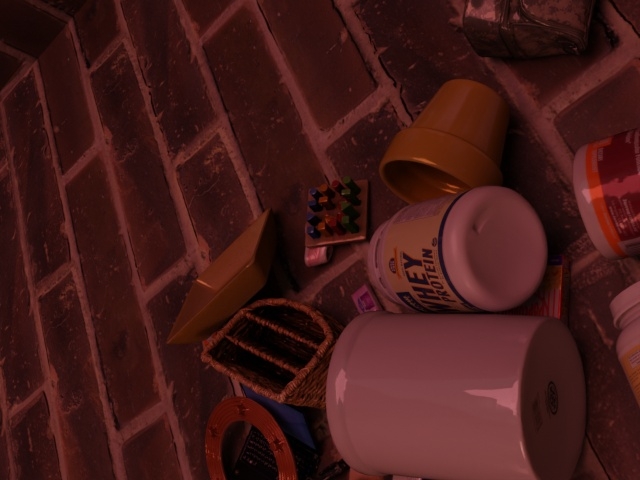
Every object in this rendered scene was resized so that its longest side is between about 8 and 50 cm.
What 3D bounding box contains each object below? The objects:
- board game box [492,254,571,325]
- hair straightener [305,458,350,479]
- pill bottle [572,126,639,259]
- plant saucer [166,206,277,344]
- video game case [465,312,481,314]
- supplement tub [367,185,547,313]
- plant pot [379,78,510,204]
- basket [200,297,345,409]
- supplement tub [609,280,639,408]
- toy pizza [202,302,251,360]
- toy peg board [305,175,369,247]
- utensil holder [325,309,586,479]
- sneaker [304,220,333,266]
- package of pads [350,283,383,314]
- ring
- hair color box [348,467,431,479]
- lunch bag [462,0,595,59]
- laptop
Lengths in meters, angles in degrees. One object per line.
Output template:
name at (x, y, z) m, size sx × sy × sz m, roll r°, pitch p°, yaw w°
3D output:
board game box at (0.421, 0.130, 1.588) m, size 0.147 × 0.045 × 0.193 m, roll -5°, pitch 73°, yaw 40°
hair straightener at (0.045, 0.489, 1.756) m, size 0.230 × 0.089 × 0.047 m, roll -37°, pitch 71°, yaw 24°
pill bottle at (0.658, -0.113, 1.351) m, size 0.392 × 0.224 × 0.224 m, roll -17°, pitch 66°, yaw 35°
plant saucer at (-0.228, 0.105, 2.028) m, size 0.333 × 0.081 × 0.332 m, roll -43°, pitch 15°, yaw 21°
video game case at (0.292, 0.207, 1.694) m, size 0.122 × 0.011 × 0.087 m, roll -19°, pitch 64°, yaw 34°
supplement tub at (0.261, 0.028, 1.579) m, size 0.325 × 0.235 × 0.235 m, roll -13°, pitch 66°, yaw 62°
plant pot at (0.285, -0.200, 1.692) m, size 0.254 × 0.254 × 0.239 m, roll 11°, pitch 67°, yaw 41°
basket at (-0.089, 0.244, 1.858) m, size 0.299 × 0.223 × 0.213 m, roll 20°, pitch 90°, yaw 42°
supplement tub at (0.623, 0.222, 1.263) m, size 0.241 × 0.241 × 0.331 m, roll -31°, pitch 59°, yaw 29°
toy pizza at (-0.252, 0.243, 2.119) m, size 0.201 × 0.032 × 0.201 m, roll -13°, pitch 68°, yaw 36°
toy peg board at (0.029, -0.078, 1.923) m, size 0.161 × 0.079 × 0.161 m, roll -7°, pitch 64°, yaw 23°
utensil holder at (0.259, 0.292, 1.488) m, size 0.385 × 0.327 × 0.327 m, roll -5°, pitch 73°, yaw 37°
sneaker at (0.000, 0.000, 1.980) m, size 0.070 × 0.051 × 0.134 m, roll -9°, pitch 64°, yaw 23°
package of pads at (0.110, 0.147, 1.850) m, size 0.050 × 0.032 × 0.083 m, roll -43°, pitch 53°, yaw 23°
ring at (-0.177, 0.540, 1.890) m, size 0.337 × 0.032 × 0.336 m, roll 7°, pitch 100°, yaw 44°
hair color box at (0.140, 0.642, 1.620) m, size 0.185 × 0.110 × 0.338 m, roll -3°, pitch 72°, yaw 40°
lunch bag at (0.461, -0.545, 1.675) m, size 0.256 × 0.212 × 0.305 m, roll 10°, pitch 83°, yaw 24°
laptop at (-0.131, 0.491, 1.869) m, size 0.234 × 0.136 × 0.264 m, roll 19°, pitch 83°, yaw 42°
